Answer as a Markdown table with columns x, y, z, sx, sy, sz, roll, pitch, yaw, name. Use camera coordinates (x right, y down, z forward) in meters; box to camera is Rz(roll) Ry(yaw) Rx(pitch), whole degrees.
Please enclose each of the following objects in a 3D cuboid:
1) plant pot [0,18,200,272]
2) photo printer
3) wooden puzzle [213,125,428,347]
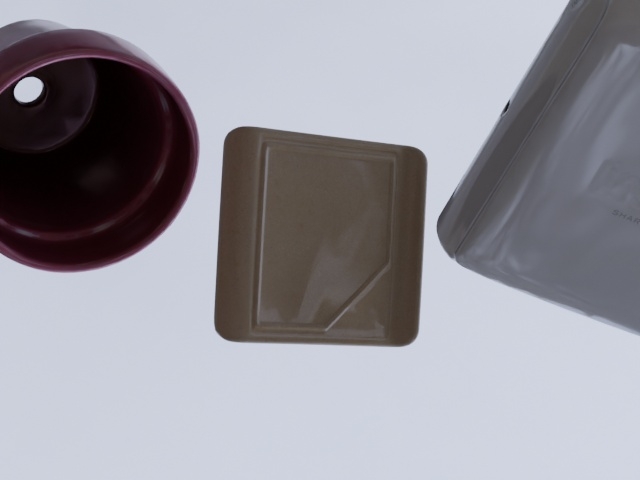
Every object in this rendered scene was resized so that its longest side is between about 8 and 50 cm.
| x | y | z | sx | sy | sz | roll | pitch | yaw | name |
| --- | --- | --- | --- | --- | --- | --- | --- | --- | --- |
| -0.224 | -0.099 | 1.283 | 0.201 | 0.201 | 0.180 | -33 | -145 | -5 | plant pot |
| 0.271 | -0.075 | 1.200 | 0.107 | 0.256 | 0.307 | -87 | -158 | -53 | photo printer |
| 0.000 | 0.000 | 1.602 | 0.239 | 0.221 | 0.044 | 4 | 177 | -29 | wooden puzzle |
